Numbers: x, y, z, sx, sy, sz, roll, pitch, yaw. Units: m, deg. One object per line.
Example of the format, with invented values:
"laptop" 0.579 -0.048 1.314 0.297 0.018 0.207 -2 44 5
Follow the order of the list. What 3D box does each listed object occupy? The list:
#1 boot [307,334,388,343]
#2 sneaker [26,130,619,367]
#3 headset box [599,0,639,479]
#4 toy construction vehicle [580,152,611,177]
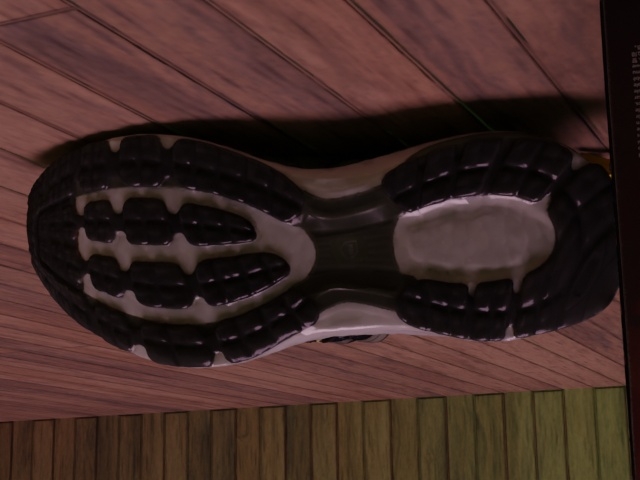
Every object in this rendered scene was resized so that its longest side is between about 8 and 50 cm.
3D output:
"boot" -0.033 0.054 1.183 0.179 0.085 0.236 5 166 -16
"sneaker" 0.000 0.000 0.865 0.411 0.158 0.182 2 -174 11
"headset box" 0.220 0.038 0.660 0.110 0.293 0.218 -5 166 17
"toy construction vehicle" 0.226 -0.052 0.862 0.086 0.035 0.098 12 163 -7
